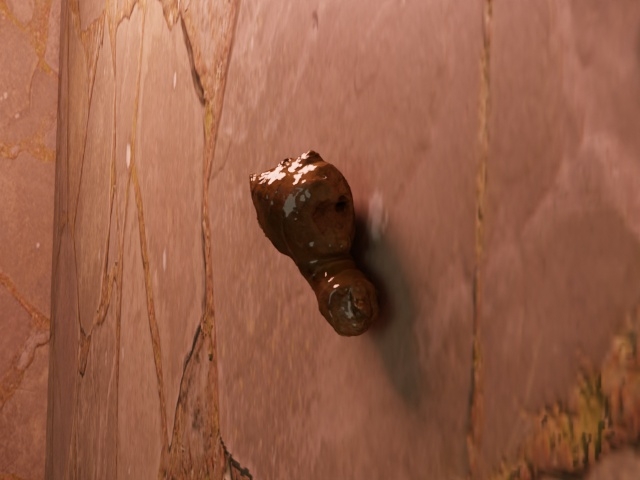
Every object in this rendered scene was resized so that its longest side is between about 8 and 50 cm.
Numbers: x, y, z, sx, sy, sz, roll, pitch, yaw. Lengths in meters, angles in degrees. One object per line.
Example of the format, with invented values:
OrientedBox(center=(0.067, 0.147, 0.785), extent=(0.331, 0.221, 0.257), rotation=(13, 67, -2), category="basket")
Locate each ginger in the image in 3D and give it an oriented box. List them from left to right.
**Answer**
OrientedBox(center=(0.003, -0.007, 0.537), extent=(0.165, 0.067, 0.096), rotation=(51, 133, 34), category="ginger")
